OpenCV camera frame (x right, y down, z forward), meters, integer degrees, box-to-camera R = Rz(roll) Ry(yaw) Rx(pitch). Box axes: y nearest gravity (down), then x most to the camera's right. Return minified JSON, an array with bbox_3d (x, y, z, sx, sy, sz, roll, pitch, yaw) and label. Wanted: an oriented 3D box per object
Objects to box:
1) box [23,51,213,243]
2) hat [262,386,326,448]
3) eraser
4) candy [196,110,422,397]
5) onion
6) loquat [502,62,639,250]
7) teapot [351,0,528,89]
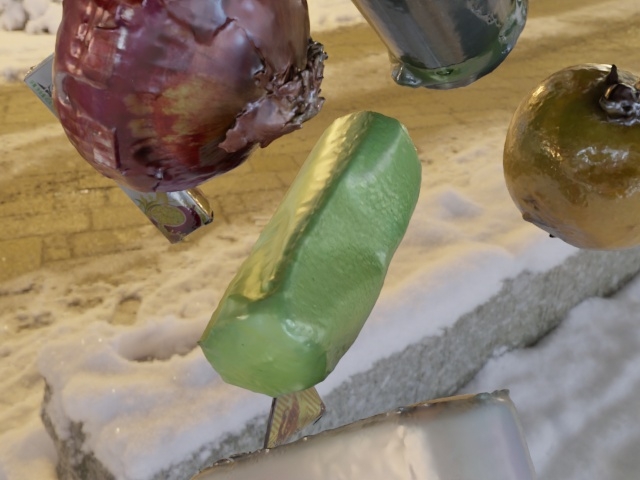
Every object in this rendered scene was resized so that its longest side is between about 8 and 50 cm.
[{"bbox_3d":[-0.182,-0.087,0.643,0.050,0.207,0.041,-33,26,10],"label":"box"},{"bbox_3d":[-0.032,0.244,1.030,0.082,0.193,0.193,11,29,0],"label":"hat"},{"bbox_3d":[0.072,0.226,0.573,0.332,0.331,0.149,-6,67,-17],"label":"eraser"},{"bbox_3d":[0.000,0.000,0.696,0.142,0.131,0.343,-1,38,27],"label":"candy"},{"bbox_3d":[-0.076,-0.126,0.512,0.163,0.230,0.230,35,36,8],"label":"onion"},{"bbox_3d":[0.348,-0.108,0.869,0.244,0.243,0.244,3,29,-2],"label":"loquat"},{"bbox_3d":[0.117,-0.330,0.731,0.200,0.270,0.337,31,0,32],"label":"teapot"}]
